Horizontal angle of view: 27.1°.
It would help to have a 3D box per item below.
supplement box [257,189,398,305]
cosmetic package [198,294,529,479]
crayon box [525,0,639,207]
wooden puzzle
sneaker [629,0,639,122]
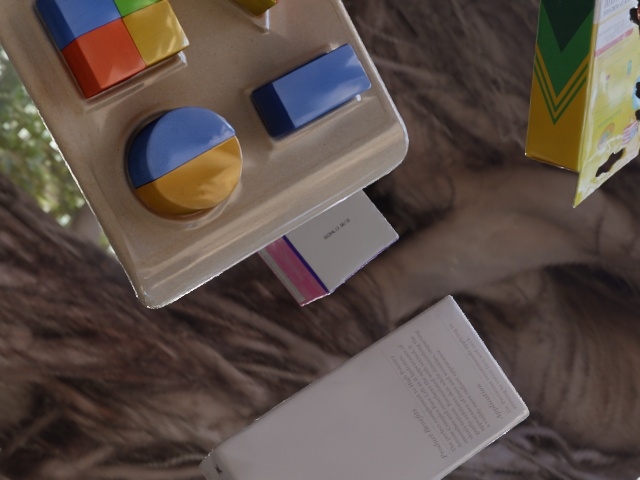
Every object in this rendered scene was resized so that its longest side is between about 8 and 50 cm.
[{"bbox_3d":[0.000,0.000,1.650,0.111,0.114,0.220,-39,-178,-12],"label":"supplement box"},{"bbox_3d":[0.034,0.152,1.019,0.231,0.085,0.117,-30,-99,-22],"label":"cosmetic package"},{"bbox_3d":[0.345,-0.224,1.660,0.081,0.318,0.202,20,-146,31],"label":"crayon box"},{"bbox_3d":[-0.094,-0.159,1.191,0.322,0.348,0.080,-31,-167,-27],"label":"wooden puzzle"},{"bbox_3d":[0.367,-0.155,1.232,0.135,0.276,0.097,24,-117,31],"label":"sneaker"}]
